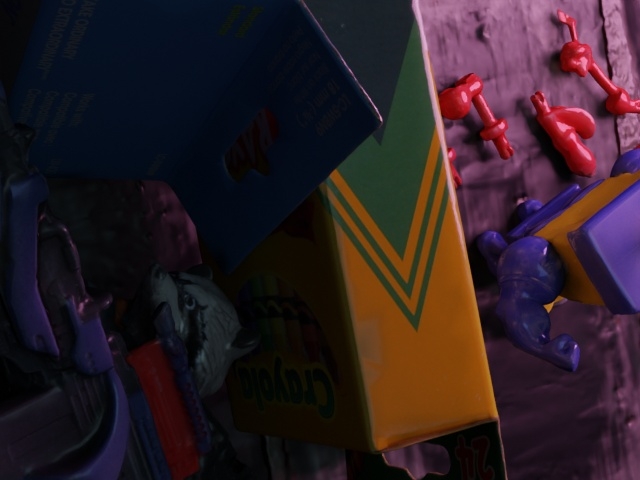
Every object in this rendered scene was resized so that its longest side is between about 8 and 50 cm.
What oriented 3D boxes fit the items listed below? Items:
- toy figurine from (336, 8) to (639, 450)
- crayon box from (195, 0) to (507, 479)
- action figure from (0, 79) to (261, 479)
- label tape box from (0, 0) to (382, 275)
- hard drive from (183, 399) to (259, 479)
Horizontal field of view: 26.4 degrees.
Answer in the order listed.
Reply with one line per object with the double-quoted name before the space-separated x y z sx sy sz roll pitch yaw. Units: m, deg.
"toy figurine" 0.151 -0.013 0.882 0.362 0.217 0.191 -34 104 -24
"crayon box" 0.000 0.000 0.766 0.081 0.202 0.319 -12 90 -25
"action figure" -0.196 0.061 0.698 0.330 0.178 0.341 -13 111 -19
"label tape box" -0.135 -0.139 0.679 0.106 0.240 0.334 -26 83 -27
"hard drive" -0.150 0.273 0.812 0.339 0.064 0.237 -42 107 -22
